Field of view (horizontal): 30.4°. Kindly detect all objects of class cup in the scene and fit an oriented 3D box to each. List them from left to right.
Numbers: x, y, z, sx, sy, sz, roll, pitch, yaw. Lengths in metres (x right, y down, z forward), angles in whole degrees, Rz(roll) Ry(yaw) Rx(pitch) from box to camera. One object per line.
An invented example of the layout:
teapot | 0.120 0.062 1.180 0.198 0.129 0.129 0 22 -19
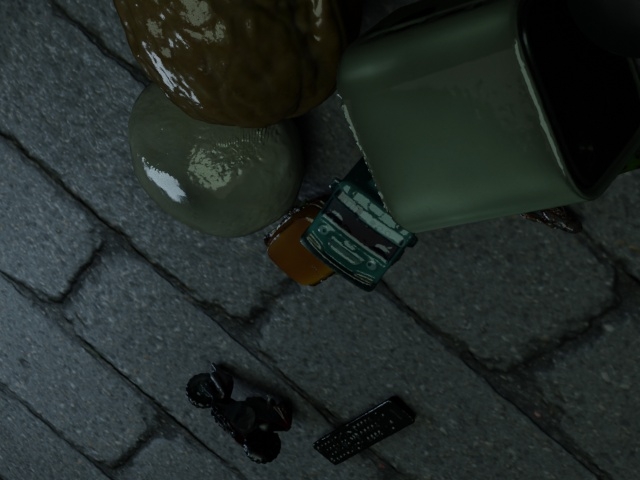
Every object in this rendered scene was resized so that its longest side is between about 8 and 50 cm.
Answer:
cup | 0.333 -0.307 1.243 0.223 0.176 0.169 43 139 -6

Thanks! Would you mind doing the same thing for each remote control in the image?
remote control | 0.073 0.331 2.040 0.063 0.025 0.245 45 136 -7

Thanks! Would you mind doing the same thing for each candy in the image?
candy | -0.159 -0.122 1.713 0.296 0.185 0.295 17 137 17

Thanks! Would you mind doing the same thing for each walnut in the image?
walnut | -0.094 -0.297 1.447 0.306 0.306 0.344 5 134 31

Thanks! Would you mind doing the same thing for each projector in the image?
projector | 0.202 -0.169 1.376 0.249 0.248 0.248 -11 111 39

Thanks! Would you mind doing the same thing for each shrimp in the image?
shrimp | 0.308 -0.037 1.582 0.092 0.029 0.038 16 133 27

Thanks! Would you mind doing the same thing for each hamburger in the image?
hamburger | 0.000 0.000 1.774 0.137 0.087 0.166 47 137 -9

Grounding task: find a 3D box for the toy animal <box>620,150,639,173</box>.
toy animal | 0.356 -0.105 1.482 0.217 0.075 0.041 -10 126 5

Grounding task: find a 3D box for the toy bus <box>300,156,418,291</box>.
toy bus | 0.094 -0.066 1.539 0.128 0.256 0.147 36 133 2

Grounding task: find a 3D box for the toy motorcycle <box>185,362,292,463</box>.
toy motorcycle | -0.137 0.296 2.098 0.213 0.122 0.082 39 149 18
